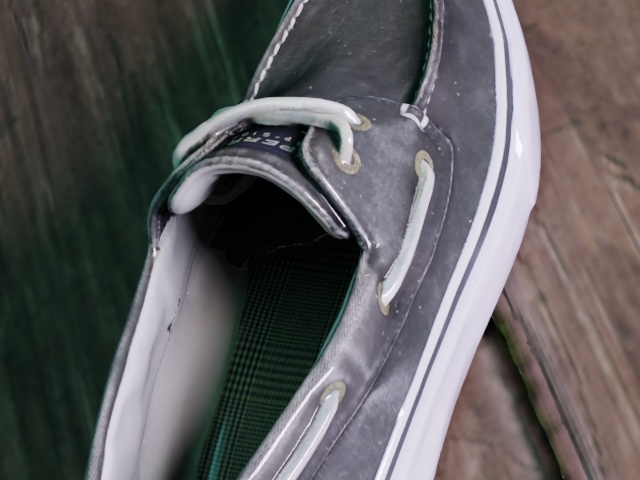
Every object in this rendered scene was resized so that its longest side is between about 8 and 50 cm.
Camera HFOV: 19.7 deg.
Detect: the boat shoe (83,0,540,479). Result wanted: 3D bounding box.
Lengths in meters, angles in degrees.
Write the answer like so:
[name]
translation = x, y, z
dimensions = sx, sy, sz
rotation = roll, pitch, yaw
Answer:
[boat shoe]
translation = 0.000, 0.000, 0.672
dimensions = 0.121, 0.119, 0.335
rotation = -4, 59, 27
